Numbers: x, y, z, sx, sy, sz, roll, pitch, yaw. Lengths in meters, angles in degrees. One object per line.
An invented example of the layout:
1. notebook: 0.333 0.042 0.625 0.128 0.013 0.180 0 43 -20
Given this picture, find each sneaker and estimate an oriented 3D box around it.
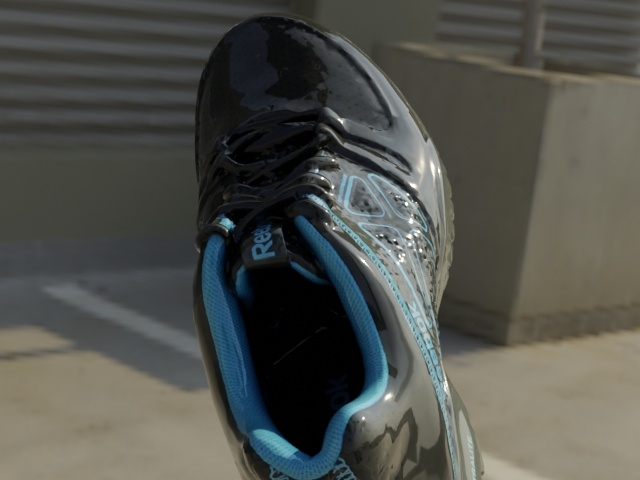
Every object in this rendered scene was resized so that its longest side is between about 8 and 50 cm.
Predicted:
1. sneaker: 0.000 0.000 0.774 0.125 0.341 0.140 -21 -37 8
